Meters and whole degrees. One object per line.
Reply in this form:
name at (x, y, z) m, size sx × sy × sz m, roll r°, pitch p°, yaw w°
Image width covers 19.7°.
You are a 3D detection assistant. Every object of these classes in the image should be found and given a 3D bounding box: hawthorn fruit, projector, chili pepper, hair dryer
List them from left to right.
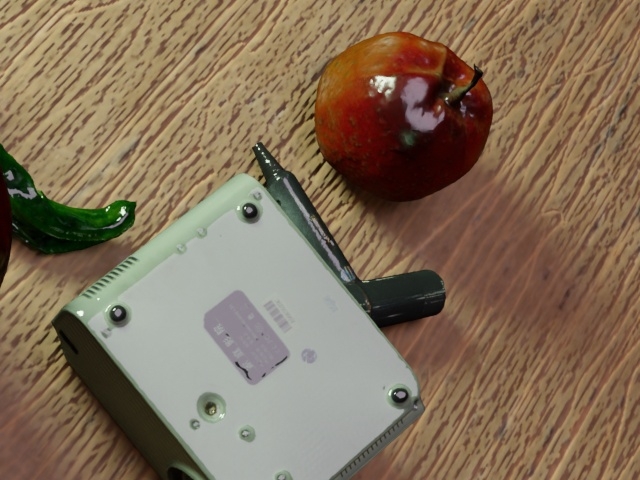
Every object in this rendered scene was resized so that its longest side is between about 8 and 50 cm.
chili pepper at (-0.238, -0.039, 1.510) m, size 0.182 × 0.050 × 0.073 m, roll 32°, pitch 46°, yaw -19°
projector at (-0.065, 0.102, 1.490) m, size 0.198 × 0.108 × 0.250 m, roll -38°, pitch 91°, yaw -25°
hair dryer at (0.009, -0.006, 1.667) m, size 0.173 × 0.050 × 0.194 m, roll -7°, pitch 68°, yaw -38°
hawthorn fruit at (0.086, -0.120, 1.679) m, size 0.157 × 0.194 × 0.157 m, roll 9°, pitch 73°, yaw -30°

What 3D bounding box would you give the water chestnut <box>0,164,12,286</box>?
water chestnut at (-0.345, -0.017, 1.246) m, size 0.335 × 0.347 × 0.335 m, roll 24°, pitch 51°, yaw -34°
